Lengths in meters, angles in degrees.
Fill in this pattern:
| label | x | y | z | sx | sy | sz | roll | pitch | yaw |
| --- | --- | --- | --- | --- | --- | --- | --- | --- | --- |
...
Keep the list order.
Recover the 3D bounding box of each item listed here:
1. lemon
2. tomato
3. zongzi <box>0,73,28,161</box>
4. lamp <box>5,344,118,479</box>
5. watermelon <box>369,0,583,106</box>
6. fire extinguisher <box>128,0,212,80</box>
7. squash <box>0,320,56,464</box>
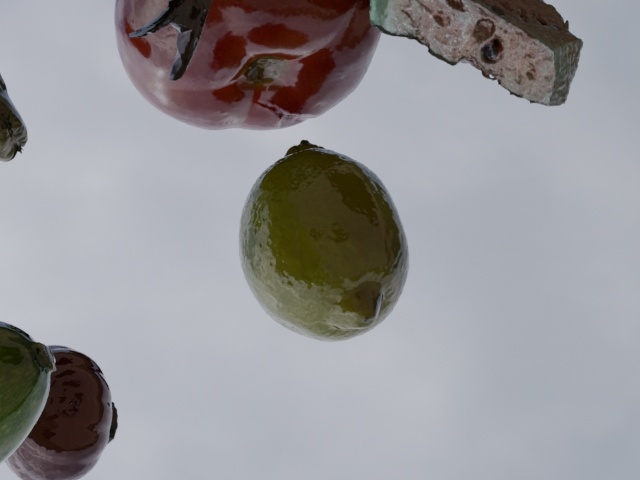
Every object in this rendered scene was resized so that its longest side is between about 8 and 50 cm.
| label | x | y | z | sx | sy | sz | roll | pitch | yaw |
| --- | --- | --- | --- | --- | --- | --- | --- | --- | --- |
| lemon | 0.000 | 0.000 | 1.602 | 0.184 | 0.184 | 0.248 | 4 | -133 | -25 |
| tomato | -0.083 | -0.265 | 1.677 | 0.298 | 0.298 | 0.226 | 6 | -125 | -23 |
| zongzi | -0.364 | -0.175 | 1.676 | 0.160 | 0.078 | 0.176 | 24 | -121 | 16 |
| lamp | -0.188 | 0.123 | 1.068 | 0.090 | 0.101 | 0.101 | 13 | -136 | -34 |
| watermelon | 0.176 | -0.224 | 1.559 | 0.154 | 0.094 | 0.241 | -15 | -135 | -38 |
| fire extinguisher | -0.163 | -0.259 | 1.017 | 0.105 | 0.341 | 0.141 | 19 | -116 | 48 |
| squash | -0.215 | 0.096 | 0.741 | 0.095 | 0.188 | 0.095 | 55 | -176 | -6 |
